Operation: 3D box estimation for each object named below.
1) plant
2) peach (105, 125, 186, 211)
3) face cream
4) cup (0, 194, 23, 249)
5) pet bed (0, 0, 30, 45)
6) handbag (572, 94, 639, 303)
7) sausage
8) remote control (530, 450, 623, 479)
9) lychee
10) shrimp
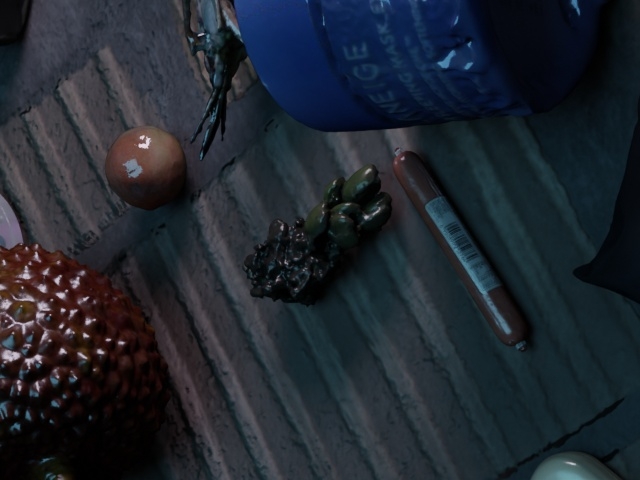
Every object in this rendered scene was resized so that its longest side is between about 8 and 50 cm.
[{"bbox_3d":[0.000,0.000,1.688,0.085,0.087,0.174,44,117,-10],"label":"plant"},{"bbox_3d":[-0.171,-0.070,1.816,0.083,0.083,0.083,0,89,38],"label":"peach"},{"bbox_3d":[0.086,-0.218,1.510,0.225,0.249,0.249,-4,87,37],"label":"face cream"},{"bbox_3d":[-0.426,0.041,1.937,0.167,0.202,0.221,-51,60,29],"label":"cup"},{"bbox_3d":[-0.405,-0.313,1.941,0.159,0.183,0.211,10,98,31],"label":"pet bed"},{"bbox_3d":[0.326,-0.015,1.427,0.254,0.088,0.211,31,110,38],"label":"handbag"},{"bbox_3d":[0.122,0.006,1.620,0.029,0.029,0.223,-44,64,29],"label":"sausage"},{"bbox_3d":[0.255,0.254,1.506,0.221,0.042,0.078,40,112,31],"label":"remote control"},{"bbox_3d":[-0.288,0.141,1.791,0.276,0.275,0.304,-54,39,24],"label":"lychee"},{"bbox_3d":[-0.061,-0.256,1.678,0.137,0.172,0.372,8,87,32],"label":"shrimp"}]
